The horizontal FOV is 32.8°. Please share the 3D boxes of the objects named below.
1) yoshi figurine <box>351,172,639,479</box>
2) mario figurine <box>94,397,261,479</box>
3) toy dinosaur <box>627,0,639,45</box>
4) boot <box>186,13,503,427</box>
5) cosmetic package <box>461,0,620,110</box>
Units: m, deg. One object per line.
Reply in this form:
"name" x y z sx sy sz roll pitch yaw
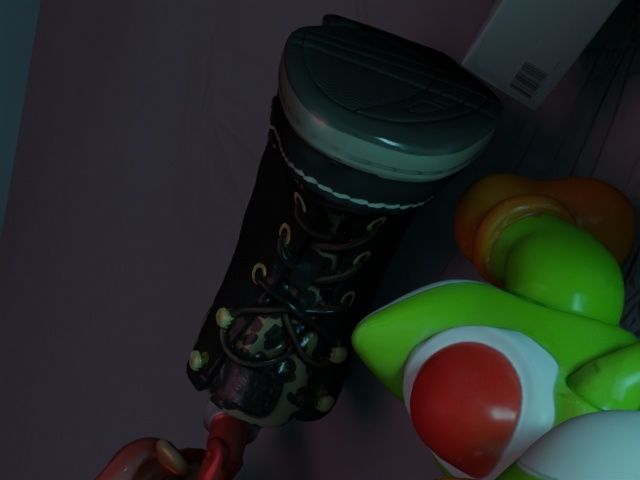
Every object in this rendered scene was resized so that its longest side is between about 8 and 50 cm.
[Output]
"yoshi figurine" 0.150 0.105 0.492 0.203 0.203 0.362 -25 24 6
"mario figurine" -0.056 0.236 0.867 0.198 0.170 0.320 -45 30 -22
"toy dinosaur" 0.241 -0.187 0.540 0.268 0.064 0.118 -59 24 22
"boot" 0.000 0.000 0.748 0.377 0.138 0.284 -91 21 -73
"cosmetic package" 0.166 -0.189 0.600 0.099 0.060 0.239 -56 -2 -42
